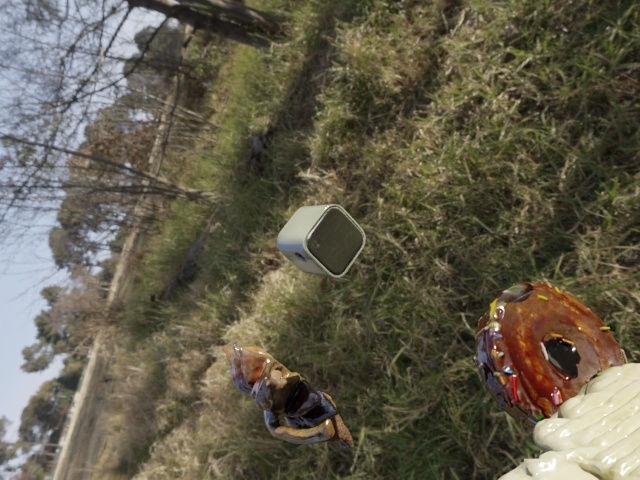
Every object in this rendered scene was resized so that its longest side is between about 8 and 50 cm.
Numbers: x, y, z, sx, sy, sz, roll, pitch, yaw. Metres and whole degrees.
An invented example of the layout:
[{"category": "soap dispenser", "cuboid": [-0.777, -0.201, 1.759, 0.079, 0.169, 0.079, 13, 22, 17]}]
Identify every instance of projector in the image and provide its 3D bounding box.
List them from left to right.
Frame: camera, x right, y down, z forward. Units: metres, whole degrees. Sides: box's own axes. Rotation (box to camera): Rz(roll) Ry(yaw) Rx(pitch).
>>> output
[{"category": "projector", "cuboid": [0.000, 0.000, 0.609, 0.083, 0.083, 0.082, -54, 26, -18]}]

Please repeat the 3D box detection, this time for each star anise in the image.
[{"category": "star anise", "cuboid": [-0.072, 0.289, 0.796, 0.350, 0.292, 0.109, 20, 73, 39]}]

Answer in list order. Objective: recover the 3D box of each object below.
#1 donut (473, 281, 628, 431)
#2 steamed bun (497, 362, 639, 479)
[{"category": "donut", "cuboid": [0.329, 0.175, 0.648, 0.230, 0.216, 0.096, -45, -12, -33]}, {"category": "steamed bun", "cuboid": [0.328, 0.274, 0.352, 0.352, 0.339, 0.247, -10, 100, 61]}]
